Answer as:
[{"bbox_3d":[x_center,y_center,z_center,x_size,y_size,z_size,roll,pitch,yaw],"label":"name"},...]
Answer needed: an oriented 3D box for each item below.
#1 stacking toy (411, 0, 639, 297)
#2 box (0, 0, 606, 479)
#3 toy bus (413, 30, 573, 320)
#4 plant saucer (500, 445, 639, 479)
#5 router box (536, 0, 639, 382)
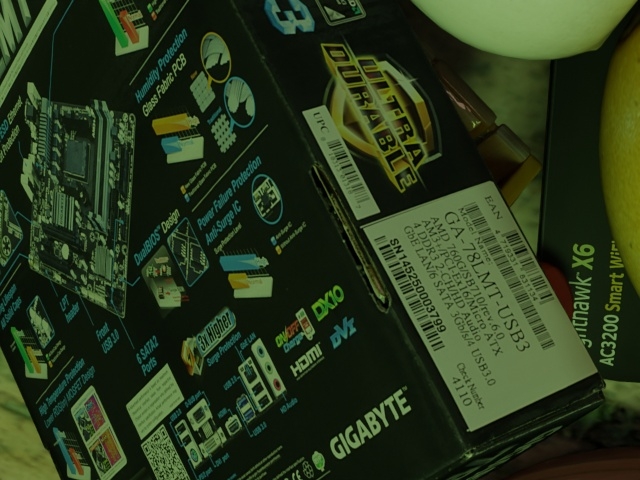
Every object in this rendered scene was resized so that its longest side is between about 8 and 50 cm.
[{"bbox_3d":[0.214,-0.020,0.566,0.480,0.350,0.350,35,131,2],"label":"stacking toy"},{"bbox_3d":[-0.056,-0.009,0.666,0.073,0.293,0.295,-17,163,-33],"label":"box"},{"bbox_3d":[0.001,-0.008,0.748,0.191,0.104,0.202,18,141,35],"label":"toy bus"},{"bbox_3d":[0.194,0.232,1.004,0.332,0.084,0.332,5,134,5],"label":"plant saucer"},{"bbox_3d":[0.220,-0.064,0.727,0.243,0.081,0.309,3,133,7],"label":"router box"}]
